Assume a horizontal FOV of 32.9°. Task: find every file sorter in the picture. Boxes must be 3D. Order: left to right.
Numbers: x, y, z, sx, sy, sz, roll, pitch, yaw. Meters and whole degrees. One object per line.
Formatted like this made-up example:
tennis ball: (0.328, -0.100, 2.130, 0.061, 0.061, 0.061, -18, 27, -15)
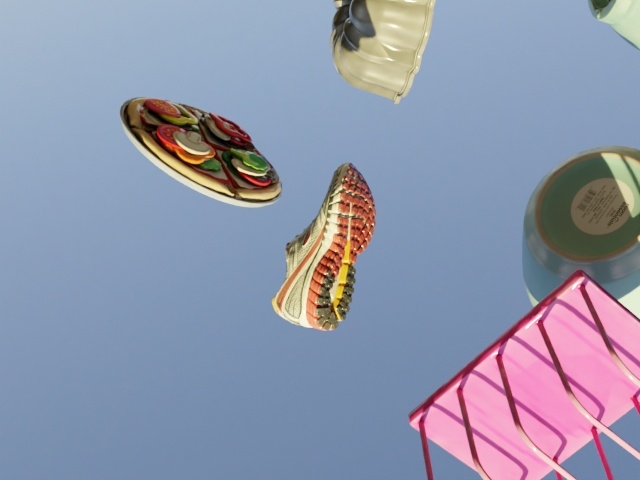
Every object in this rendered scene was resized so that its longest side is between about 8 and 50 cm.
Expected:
file sorter: (0.285, 0.227, 1.287, 0.291, 0.202, 0.182, -44, -156, 20)

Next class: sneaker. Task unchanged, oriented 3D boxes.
sneaker: (0.000, 0.000, 1.340, 0.093, 0.088, 0.225, 2, -120, 34)

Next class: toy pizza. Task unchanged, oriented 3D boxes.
toy pizza: (-0.126, -0.107, 1.199, 0.032, 0.201, 0.201, -57, -154, 22)

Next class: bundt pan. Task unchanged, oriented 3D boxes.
bundt pan: (0.096, -0.399, 1.801, 0.124, 0.331, 0.331, 7, -147, -9)

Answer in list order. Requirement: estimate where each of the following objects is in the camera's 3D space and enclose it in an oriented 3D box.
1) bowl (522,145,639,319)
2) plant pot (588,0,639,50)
bowl: (0.418, -0.014, 1.573, 0.312, 0.163, 0.311, -15, -123, 24)
plant pot: (0.549, -0.430, 1.739, 0.196, 0.293, 0.293, 5, -146, -7)
